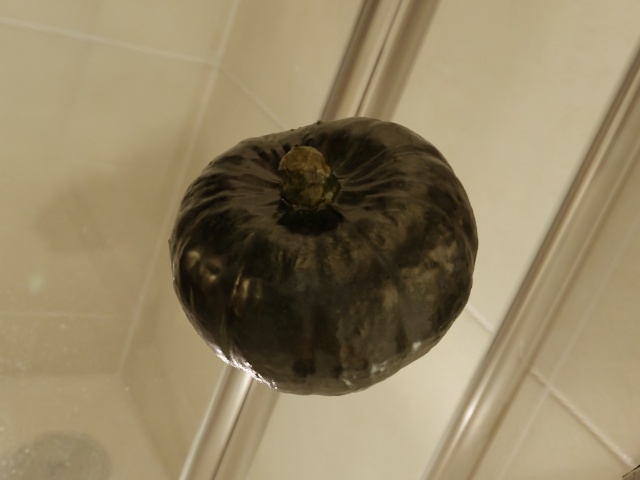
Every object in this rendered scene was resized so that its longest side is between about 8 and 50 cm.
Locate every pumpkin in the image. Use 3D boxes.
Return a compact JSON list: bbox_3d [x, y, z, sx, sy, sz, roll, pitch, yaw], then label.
[{"bbox_3d":[0.002,0.002,0.642,0.211,0.152,0.212,4,-135,-4],"label":"pumpkin"}]

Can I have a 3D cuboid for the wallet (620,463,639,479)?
[{"bbox_3d":[0.372,0.171,0.803,0.031,0.255,0.137,59,-162,-1],"label":"wallet"}]
